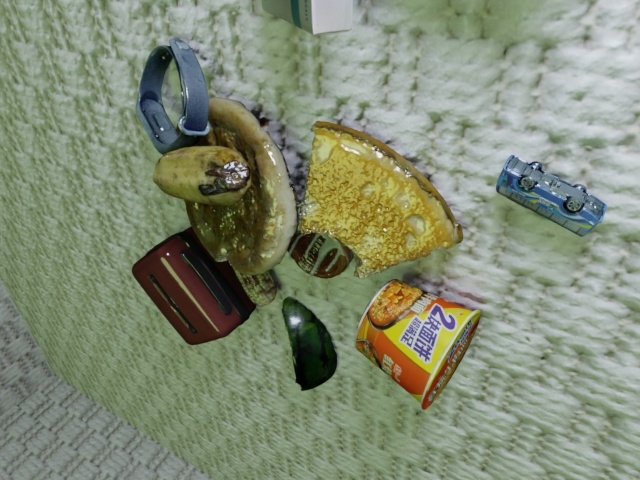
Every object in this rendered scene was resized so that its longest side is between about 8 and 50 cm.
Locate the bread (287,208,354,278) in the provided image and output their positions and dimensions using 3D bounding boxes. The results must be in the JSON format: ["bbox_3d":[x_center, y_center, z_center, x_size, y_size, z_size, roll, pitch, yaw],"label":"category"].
[{"bbox_3d":[0.000,0.000,0.992,0.161,0.073,0.160,21,132,26],"label":"bread"}]

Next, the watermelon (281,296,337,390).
[{"bbox_3d":[-0.034,0.292,1.251,0.129,0.123,0.301,45,151,51],"label":"watermelon"}]

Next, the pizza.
[{"bbox_3d":[0.084,-0.059,0.856,0.323,0.089,0.223,38,116,-2],"label":"pizza"}]

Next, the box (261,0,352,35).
[{"bbox_3d":[-0.029,-0.458,0.600,0.200,0.065,0.343,-129,30,-47],"label":"box"}]

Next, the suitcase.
[{"bbox_3d":[-0.335,0.125,1.281,0.236,0.161,0.297,-24,105,44],"label":"suitcase"}]

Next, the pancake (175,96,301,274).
[{"bbox_3d":[-0.188,-0.097,1.009,0.382,0.071,0.381,19,119,38],"label":"pancake"}]

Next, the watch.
[{"bbox_3d":[-0.292,-0.276,0.953,0.193,0.068,0.206,-45,66,38],"label":"watch"}]

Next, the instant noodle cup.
[{"bbox_3d":[0.178,0.184,0.918,0.174,0.213,0.213,29,136,28],"label":"instant noodle cup"}]

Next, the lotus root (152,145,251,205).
[{"bbox_3d":[-0.220,-0.124,0.907,0.259,0.097,0.110,11,96,36],"label":"lotus root"}]

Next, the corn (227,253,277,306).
[{"bbox_3d":[-0.185,0.053,1.173,0.080,0.079,0.237,-17,110,44],"label":"corn"}]

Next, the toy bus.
[{"bbox_3d":[0.334,-0.066,0.705,0.153,0.051,0.061,31,141,14],"label":"toy bus"}]
